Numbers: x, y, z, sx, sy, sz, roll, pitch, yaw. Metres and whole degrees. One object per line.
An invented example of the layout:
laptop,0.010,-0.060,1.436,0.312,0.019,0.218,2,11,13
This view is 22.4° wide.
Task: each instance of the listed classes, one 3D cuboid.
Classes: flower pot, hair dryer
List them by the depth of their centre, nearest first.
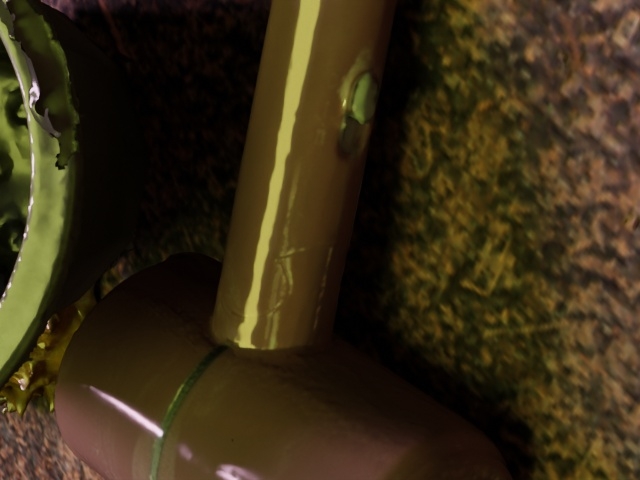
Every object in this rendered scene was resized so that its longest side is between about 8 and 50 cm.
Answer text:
hair dryer,0.000,0.000,0.732,0.210,0.125,0.353,30,120,39
flower pot,-0.215,-0.042,0.804,0.290,0.259,0.290,1,95,12

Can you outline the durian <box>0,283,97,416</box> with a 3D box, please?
durian,-0.230,0.028,1.032,0.195,0.185,0.305,39,129,2
